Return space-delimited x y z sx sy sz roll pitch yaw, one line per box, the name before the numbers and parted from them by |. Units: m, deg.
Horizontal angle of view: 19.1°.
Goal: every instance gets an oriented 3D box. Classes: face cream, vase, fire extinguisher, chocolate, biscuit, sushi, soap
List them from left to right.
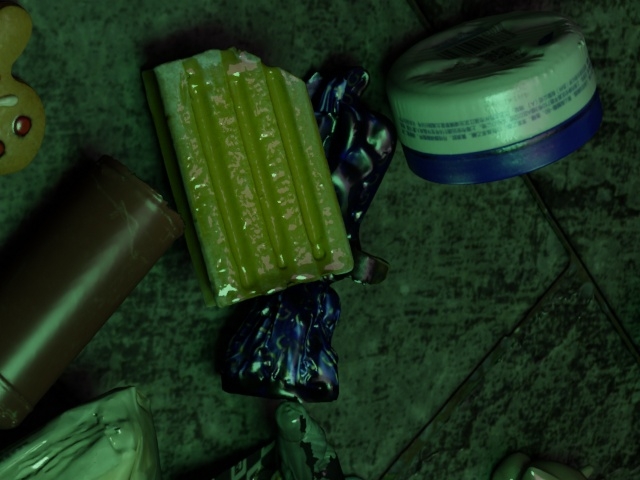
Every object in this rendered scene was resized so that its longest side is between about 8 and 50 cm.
biscuit | -0.318 -0.154 1.636 0.165 0.036 0.250 -44 126 -16
fire extinguisher | -0.260 0.089 1.727 0.337 0.106 0.147 -50 152 -11
sushi | -0.075 0.290 1.908 0.201 0.031 0.139 -25 123 -61
soap | -0.068 -0.065 1.769 0.140 0.073 0.232 -16 93 -21
vase | -0.013 0.223 1.926 0.060 0.060 0.211 -43 149 -17
chocolate | 0.001 -0.004 1.887 0.148 0.126 0.343 15 88 -2
face cream | 0.171 -0.148 1.893 0.206 0.206 0.111 -29 118 -26

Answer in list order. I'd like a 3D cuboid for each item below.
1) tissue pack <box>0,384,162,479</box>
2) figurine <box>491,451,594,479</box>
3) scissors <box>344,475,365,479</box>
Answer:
tissue pack | -0.277 0.358 1.729 0.375 0.195 0.390 -27 130 -32
figurine | 0.255 0.304 2.170 0.138 0.125 0.125 20 92 -27
scissors | -0.042 0.448 2.048 0.383 0.029 0.256 -40 124 -18
